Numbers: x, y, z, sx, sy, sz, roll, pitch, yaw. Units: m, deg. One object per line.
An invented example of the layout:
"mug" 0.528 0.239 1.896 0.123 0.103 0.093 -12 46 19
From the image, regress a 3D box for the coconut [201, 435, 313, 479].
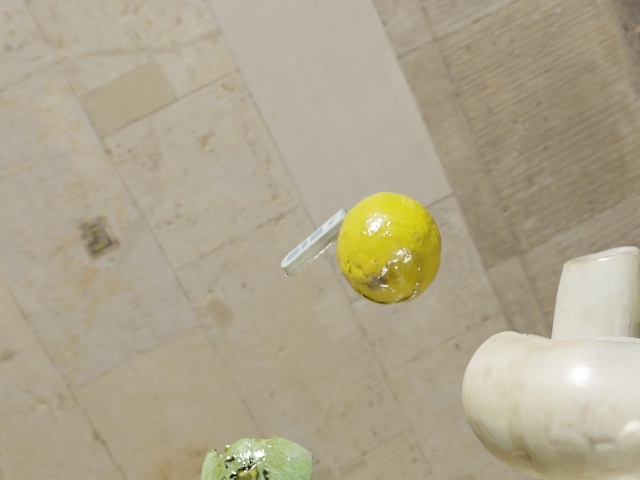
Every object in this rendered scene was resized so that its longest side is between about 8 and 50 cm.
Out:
"coconut" -0.085 0.320 1.242 0.055 0.158 0.133 60 -169 -60

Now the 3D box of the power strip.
"power strip" 0.000 0.000 1.684 0.030 0.191 0.047 44 -163 -16

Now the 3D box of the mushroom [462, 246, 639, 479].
"mushroom" 0.369 0.212 1.337 0.353 0.325 0.353 158 90 -88

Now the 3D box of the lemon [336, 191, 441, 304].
"lemon" 0.111 0.013 1.528 0.181 0.180 0.193 63 175 -6
